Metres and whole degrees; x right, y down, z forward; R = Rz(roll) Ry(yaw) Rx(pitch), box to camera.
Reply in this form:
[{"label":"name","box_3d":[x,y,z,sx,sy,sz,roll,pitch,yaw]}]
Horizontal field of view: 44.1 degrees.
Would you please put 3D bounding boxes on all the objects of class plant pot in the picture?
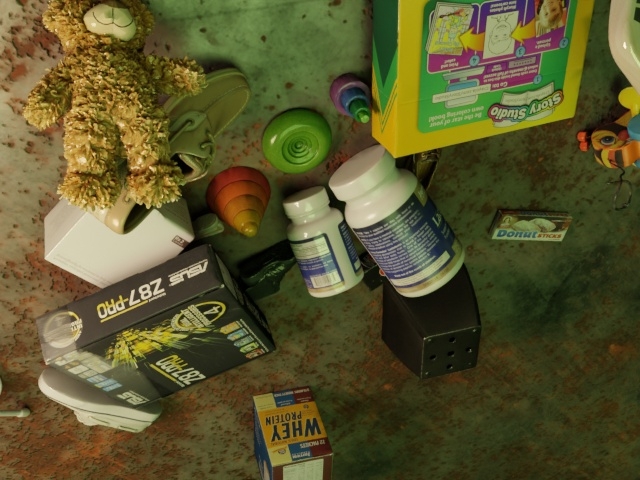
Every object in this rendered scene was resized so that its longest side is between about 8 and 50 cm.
[{"label":"plant pot","box_3d":[0.245,0.184,1.682,0.188,0.167,0.187,-10,128,-10]}]

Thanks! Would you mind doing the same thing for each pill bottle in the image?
[{"label":"pill bottle","box_3d":[0.139,-0.037,1.455,0.153,0.153,0.264,-34,112,8]},{"label":"pill bottle","box_3d":[0.000,0.000,1.464,0.112,0.112,0.186,-21,105,-3]}]

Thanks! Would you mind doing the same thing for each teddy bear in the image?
[{"label":"teddy bear","box_3d":[-0.288,-0.201,1.102,0.245,0.338,0.113,9,168,-3]}]

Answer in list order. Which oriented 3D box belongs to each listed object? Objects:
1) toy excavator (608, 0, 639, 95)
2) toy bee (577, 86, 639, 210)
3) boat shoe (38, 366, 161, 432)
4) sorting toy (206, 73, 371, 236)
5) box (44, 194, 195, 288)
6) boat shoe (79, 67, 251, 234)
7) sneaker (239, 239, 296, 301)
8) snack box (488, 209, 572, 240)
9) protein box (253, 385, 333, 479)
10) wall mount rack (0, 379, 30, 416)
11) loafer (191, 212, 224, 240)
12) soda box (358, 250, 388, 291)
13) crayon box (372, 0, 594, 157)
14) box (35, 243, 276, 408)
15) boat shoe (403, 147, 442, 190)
[{"label":"toy excavator","box_3d":[0.435,-0.406,1.120,0.433,0.222,0.445,18,84,-27]},{"label":"toy bee","box_3d":[0.592,-0.207,1.533,0.298,0.162,0.195,-27,126,-31]},{"label":"boat shoe","box_3d":[-0.456,0.332,1.607,0.267,0.096,0.088,24,113,-40]},{"label":"sorting toy","box_3d":[-0.045,-0.128,1.369,0.365,0.126,0.127,-41,128,15]},{"label":"box","box_3d":[-0.344,-0.022,1.351,0.182,0.119,0.181,-43,127,15]},{"label":"boat shoe","box_3d":[-0.216,-0.137,1.227,0.341,0.110,0.121,-46,160,-22]},{"label":"sneaker","box_3d":[-0.095,0.065,1.551,0.170,0.051,0.089,-27,141,-4]},{"label":"snack box","box_3d":[0.447,-0.031,1.679,0.178,0.022,0.064,2,127,-20]},{"label":"protein box","box_3d":[-0.066,0.478,1.777,0.136,0.200,0.201,-8,128,-14]},{"label":"wall mount rack","box_3d":[-0.730,0.322,1.486,0.350,0.130,0.304,-25,127,1]},{"label":"loafer","box_3d":[-0.234,-0.012,1.433,0.125,0.045,0.039,-16,144,17]},{"label":"soda box","box_3d":[0.150,0.029,1.602,0.169,0.053,0.060,-34,128,7]},{"label":"crayon box","box_3d":[0.266,-0.328,1.307,0.363,0.106,0.313,-14,128,-17]},{"label":"box","box_3d":[-0.278,0.172,1.443,0.318,0.097,0.395,-21,155,0]},{"label":"boat shoe","box_3d":[0.201,-0.168,1.464,0.064,0.060,0.178,-2,127,-18]}]
